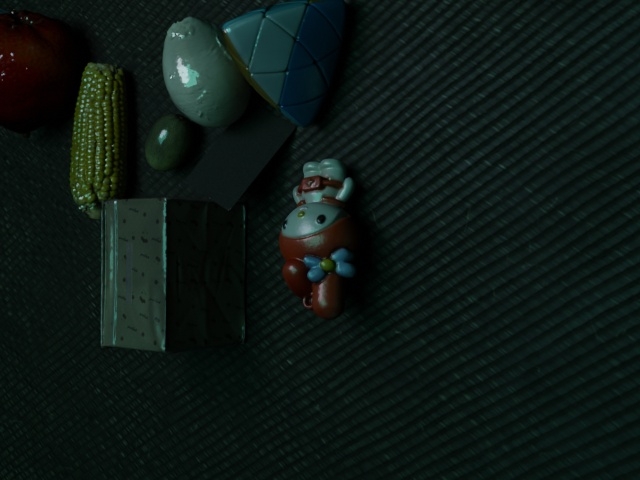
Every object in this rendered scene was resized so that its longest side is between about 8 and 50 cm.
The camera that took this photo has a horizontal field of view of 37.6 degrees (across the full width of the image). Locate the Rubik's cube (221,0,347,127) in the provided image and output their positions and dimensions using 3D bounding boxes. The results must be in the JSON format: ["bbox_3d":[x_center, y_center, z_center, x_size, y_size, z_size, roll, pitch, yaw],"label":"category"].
[{"bbox_3d":[-0.068,-0.376,1.695,0.254,0.254,0.255,-1,89,38],"label":"Rubik's cube"}]

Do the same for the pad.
[{"bbox_3d":[-0.157,-0.167,1.828,0.143,0.003,0.211,32,79,34],"label":"pad"}]

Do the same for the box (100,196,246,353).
[{"bbox_3d":[-0.286,0.066,1.851,0.190,0.225,0.297,2,91,39],"label":"box"}]

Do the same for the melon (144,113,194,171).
[{"bbox_3d":[-0.316,-0.204,1.961,0.098,0.098,0.131,51,122,27],"label":"melon"}]

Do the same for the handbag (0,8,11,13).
[{"bbox_3d":[-0.815,-0.494,2.383,0.229,0.062,0.179,26,105,36],"label":"handbag"}]

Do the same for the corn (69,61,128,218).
[{"bbox_3d":[-0.485,-0.220,2.080,0.130,0.130,0.347,2,87,38],"label":"corn"}]

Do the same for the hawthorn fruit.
[{"bbox_3d":[-0.699,-0.378,2.181,0.265,0.265,0.307,42,136,31],"label":"hawthorn fruit"}]

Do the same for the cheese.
[{"bbox_3d":[-0.222,-0.313,1.824,0.154,0.198,0.189,-32,69,1],"label":"cheese"}]

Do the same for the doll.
[{"bbox_3d":[0.000,0.000,1.686,0.161,0.130,0.291,-6,71,32],"label":"doll"}]
